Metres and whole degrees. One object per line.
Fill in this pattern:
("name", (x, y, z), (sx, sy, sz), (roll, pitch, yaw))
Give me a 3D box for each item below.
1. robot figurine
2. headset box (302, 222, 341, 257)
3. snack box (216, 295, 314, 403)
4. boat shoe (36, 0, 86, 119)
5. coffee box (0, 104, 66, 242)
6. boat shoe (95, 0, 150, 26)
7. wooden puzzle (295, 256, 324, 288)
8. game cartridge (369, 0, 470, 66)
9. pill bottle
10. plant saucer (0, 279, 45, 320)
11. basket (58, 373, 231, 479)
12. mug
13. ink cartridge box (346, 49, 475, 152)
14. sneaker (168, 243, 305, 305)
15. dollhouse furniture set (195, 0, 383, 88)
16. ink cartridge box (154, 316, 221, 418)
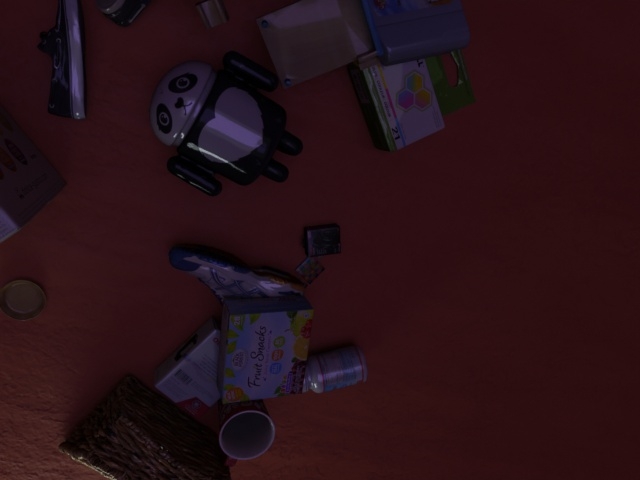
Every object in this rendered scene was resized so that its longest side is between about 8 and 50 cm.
("robot figurine", (-0.172, -0.209, 1.016), (0.278, 0.173, 0.209), (28, 55, -21))
("headset box", (0.000, 0.000, 1.201), (0.083, 0.032, 0.062), (-7, 107, -16))
("snack box", (-0.115, 0.220, 1.124), (0.174, 0.070, 0.207), (0, 112, -22))
("boat shoe", (-0.452, -0.328, 0.962), (0.076, 0.080, 0.229), (-1, 113, -17))
("coffee box", (-0.658, -0.095, 0.822), (0.338, 0.337, 0.334), (-34, 111, -3))
("boat shoe", (-0.308, -0.468, 0.981), (0.206, 0.075, 0.065), (-49, 155, -4))
("wooden puzzle", (-0.024, 0.064, 1.225), (0.083, 0.006, 0.049), (-45, 112, 0))
("game cartridge", (0.150, -0.487, 1.044), (0.198, 0.062, 0.298), (-15, 86, -16))
("pill bottle", (0.020, 0.297, 1.259), (0.160, 0.087, 0.087), (-11, 108, -12))
("plant saucer", (-0.579, 0.114, 1.075), (0.083, 0.015, 0.084), (-4, 107, -15))
("basket", (-0.361, 0.472, 1.130), (0.223, 0.213, 0.299), (-46, 111, -1))
("mug", (-0.181, 0.379, 1.180), (0.150, 0.169, 0.113), (-40, 112, -2))
("ink cartridge box", (0.209, -0.321, 1.138), (0.255, 0.097, 0.189), (-26, 110, -7))
("sneaker", (-0.179, 0.103, 1.136), (0.296, 0.112, 0.131), (22, 98, -20))
("dollhouse furniture set", (-0.073, -0.418, 0.996), (0.286, 0.198, 0.304), (-22, 121, 6))
("ink cartridge box", (-0.246, 0.271, 1.182), (0.175, 0.072, 0.127), (-43, 113, -2))
